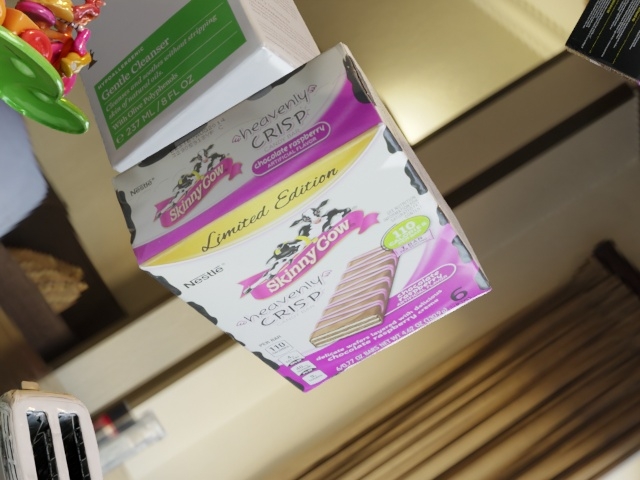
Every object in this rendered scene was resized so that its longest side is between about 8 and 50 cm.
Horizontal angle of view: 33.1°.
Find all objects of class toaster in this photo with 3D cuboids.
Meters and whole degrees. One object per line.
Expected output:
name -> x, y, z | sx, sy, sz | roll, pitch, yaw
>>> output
toaster -> -0.329, 0.275, 1.209 | 0.129, 0.146, 0.227 | 13, 47, -41

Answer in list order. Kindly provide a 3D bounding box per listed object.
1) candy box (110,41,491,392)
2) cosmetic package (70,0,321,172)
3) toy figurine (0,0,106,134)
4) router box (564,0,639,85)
candy box -> 0.000, 0.000, 0.683 | 0.233, 0.159, 0.071 | 47, 16, -55
cosmetic package -> -0.145, -0.234, 1.101 | 0.155, 0.197, 0.366 | 27, 31, -53
toy figurine -> -0.191, -0.183, 0.741 | 0.130, 0.159, 0.173 | 11, -19, 34
router box -> 0.464, -0.336, 1.591 | 0.133, 0.179, 0.046 | 31, 9, 17
